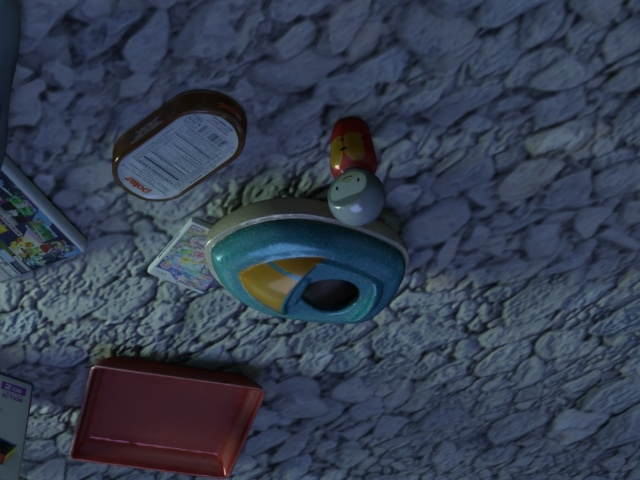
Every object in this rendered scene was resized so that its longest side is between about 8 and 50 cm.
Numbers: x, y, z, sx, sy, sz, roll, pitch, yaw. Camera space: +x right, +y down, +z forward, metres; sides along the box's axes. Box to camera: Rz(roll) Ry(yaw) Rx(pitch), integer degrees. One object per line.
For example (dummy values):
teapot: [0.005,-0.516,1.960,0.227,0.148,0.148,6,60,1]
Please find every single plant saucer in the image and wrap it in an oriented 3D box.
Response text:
plant saucer: [-0.237,0.265,2.012,0.258,0.048,0.259,10,137,-12]

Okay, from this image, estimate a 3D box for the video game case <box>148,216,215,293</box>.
video game case: [-0.164,0.021,1.764,0.087,0.011,0.122,23,133,-25]

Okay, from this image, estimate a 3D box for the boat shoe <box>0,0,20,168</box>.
boat shoe: [-0.403,-0.172,1.468,0.105,0.113,0.306,22,147,-1]

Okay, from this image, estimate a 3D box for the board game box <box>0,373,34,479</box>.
board game box: [-0.540,0.308,1.848,0.242,0.316,0.064,24,133,-26]

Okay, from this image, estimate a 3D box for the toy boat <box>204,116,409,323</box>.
toy boat: [0.000,0.000,1.639,0.267,0.148,0.318,9,137,-15]

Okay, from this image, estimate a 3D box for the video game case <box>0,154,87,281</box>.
video game case: [-0.431,-0.024,1.696,0.183,0.023,0.201,-19,135,19]

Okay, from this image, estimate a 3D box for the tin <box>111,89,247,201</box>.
tin: [-0.173,-0.111,1.597,0.189,0.040,0.106,-32,126,30]
